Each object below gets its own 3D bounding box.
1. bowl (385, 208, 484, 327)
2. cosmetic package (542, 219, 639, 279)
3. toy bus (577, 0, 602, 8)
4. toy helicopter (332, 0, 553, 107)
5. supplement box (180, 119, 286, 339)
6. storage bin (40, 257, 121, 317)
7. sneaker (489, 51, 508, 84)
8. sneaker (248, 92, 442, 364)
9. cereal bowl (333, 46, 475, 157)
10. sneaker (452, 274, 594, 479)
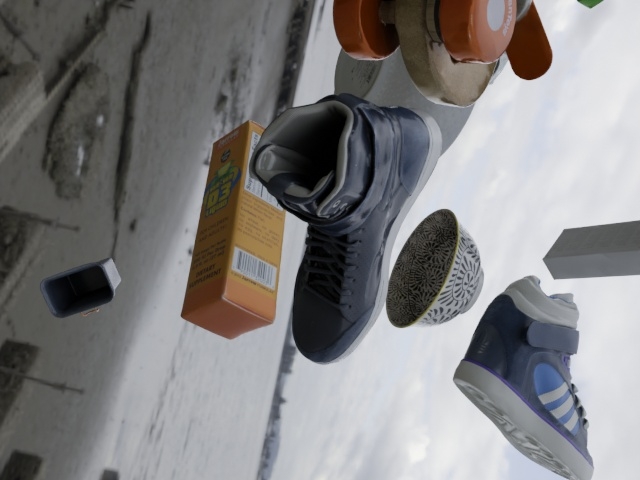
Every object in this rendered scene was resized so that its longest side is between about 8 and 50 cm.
[{"bbox_3d":[0.164,0.050,0.996,0.170,0.080,0.170,-55,-160,32],"label":"bowl"},{"bbox_3d":[0.536,0.018,1.366,0.099,0.060,0.239,-43,-160,-31],"label":"cosmetic package"},{"bbox_3d":[0.305,-0.407,1.046,0.104,0.202,0.191,152,-61,-62],"label":"toy bus"},{"bbox_3d":[0.158,-0.299,0.704,0.235,0.140,0.355,14,88,-52],"label":"toy helicopter"},{"bbox_3d":[-0.088,-0.016,0.831,0.078,0.080,0.234,-26,-134,39],"label":"supplement box"},{"bbox_3d":[-0.456,0.090,1.465,0.091,0.135,0.098,-70,140,-74],"label":"storage bin"},{"bbox_3d":[0.312,-0.339,1.301,0.152,0.053,0.061,-60,159,1],"label":"sneaker"},{"bbox_3d":[-0.001,-0.001,0.563,0.163,0.086,0.226,-4,117,-60],"label":"sneaker"},{"bbox_3d":[0.123,-0.292,1.302,0.339,0.141,0.339,-29,-124,53],"label":"cereal bowl"},{"bbox_3d":[0.361,0.202,1.148,0.236,0.323,0.130,-53,-156,-16],"label":"sneaker"}]
